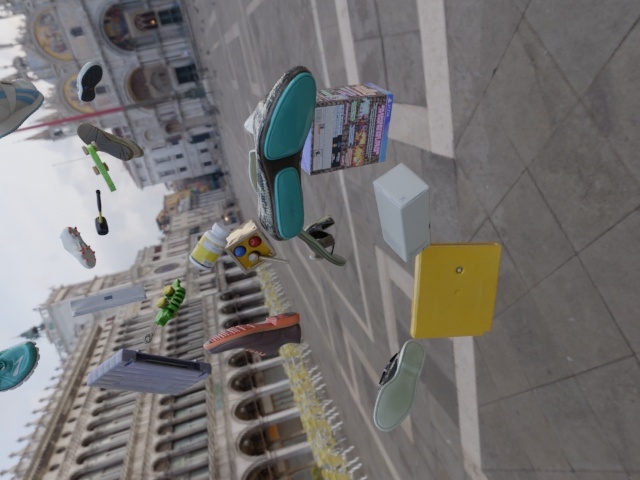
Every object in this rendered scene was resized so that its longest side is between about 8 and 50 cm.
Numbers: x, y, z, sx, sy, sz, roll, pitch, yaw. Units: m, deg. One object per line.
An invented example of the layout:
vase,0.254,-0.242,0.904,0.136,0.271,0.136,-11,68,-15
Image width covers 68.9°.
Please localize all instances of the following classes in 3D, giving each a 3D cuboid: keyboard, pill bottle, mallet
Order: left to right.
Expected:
mallet,-0.695,-0.084,1.474,0.062,0.039,0.189,67,150,22
keyboard,-0.780,0.220,1.721,0.072,0.256,0.014,54,145,38
pill bottle,-0.280,0.014,1.200,0.065,0.116,0.065,34,-173,-5

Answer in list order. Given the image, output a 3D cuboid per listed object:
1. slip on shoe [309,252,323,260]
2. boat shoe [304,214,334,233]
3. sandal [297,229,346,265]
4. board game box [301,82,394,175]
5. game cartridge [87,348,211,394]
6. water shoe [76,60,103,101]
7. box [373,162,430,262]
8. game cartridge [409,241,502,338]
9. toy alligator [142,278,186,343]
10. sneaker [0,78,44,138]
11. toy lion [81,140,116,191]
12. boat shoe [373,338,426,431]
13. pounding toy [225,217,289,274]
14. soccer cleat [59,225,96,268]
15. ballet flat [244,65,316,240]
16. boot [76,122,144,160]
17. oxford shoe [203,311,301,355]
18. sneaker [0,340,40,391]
slip on shoe,-0.013,0.066,2.150,0.041,0.052,0.135,-66,-17,7
boat shoe,-0.007,-0.058,2.064,0.049,0.152,0.056,50,168,31
sandal,0.000,0.000,1.628,0.303,0.086,0.120,41,174,-39
board game box,0.066,-0.362,1.501,0.141,0.291,0.231,46,142,46
game cartridge,-0.599,0.471,1.651,0.355,0.230,0.068,27,-137,-44
water shoe,-0.822,-0.573,1.635,0.203,0.073,0.080,-36,77,46
box,0.217,-0.064,1.215,0.113,0.094,0.275,50,170,30
game cartridge,0.446,0.166,1.553,0.052,0.286,0.323,-122,32,-72
toy alligator,-0.380,0.175,1.170,0.056,0.052,0.189,58,-144,-40
sneaker,-0.531,-0.233,0.764,0.092,0.088,0.228,59,-176,-35
toy lion,-0.498,-0.161,1.063,0.096,0.034,0.100,48,156,31
boat shoe,0.266,0.511,1.651,0.339,0.127,0.113,-65,5,-29
pounding toy,-0.186,0.028,1.340,0.141,0.130,0.100,57,180,-34
soccer cleat,-0.876,0.034,1.686,0.196,0.076,0.068,51,-161,16
ballet flat,-0.124,-0.224,1.226,0.182,0.164,0.482,33,133,35
boot,-0.781,-0.367,1.749,0.077,0.213,0.165,-61,10,10
oxford shoe,-0.173,0.272,1.254,0.097,0.272,0.098,178,81,-67
sneaker,-0.844,0.342,1.168,0.106,0.276,0.110,59,171,17
